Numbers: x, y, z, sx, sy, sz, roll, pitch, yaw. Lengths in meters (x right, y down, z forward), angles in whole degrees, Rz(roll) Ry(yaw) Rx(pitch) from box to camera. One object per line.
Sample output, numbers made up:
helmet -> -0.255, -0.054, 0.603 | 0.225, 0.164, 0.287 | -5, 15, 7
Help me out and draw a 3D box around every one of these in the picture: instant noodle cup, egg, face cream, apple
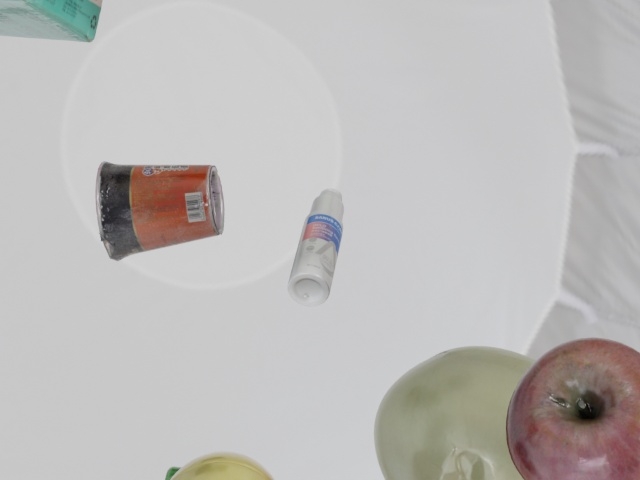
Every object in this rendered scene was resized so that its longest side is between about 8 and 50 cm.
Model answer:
instant noodle cup -> -0.191, -0.043, 1.362 | 0.135, 0.127, 0.127 | -6, 5, 6
egg -> 0.186, 0.226, 1.214 | 0.269, 0.219, 0.219 | 9, 16, 19
face cream -> 0.000, 0.000, 0.908 | 0.034, 0.034, 0.130 | -25, 27, 25
apple -> 0.239, 0.164, 0.962 | 0.153, 0.153, 0.120 | -26, -40, 10

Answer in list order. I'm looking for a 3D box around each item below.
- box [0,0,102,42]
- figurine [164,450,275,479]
box -> -0.430, -0.313, 1.284 | 0.311, 0.118, 0.205 | 6, -4, 12
figurine -> -0.105, 0.352, 1.078 | 0.124, 0.324, 0.222 | 8, 18, -6
